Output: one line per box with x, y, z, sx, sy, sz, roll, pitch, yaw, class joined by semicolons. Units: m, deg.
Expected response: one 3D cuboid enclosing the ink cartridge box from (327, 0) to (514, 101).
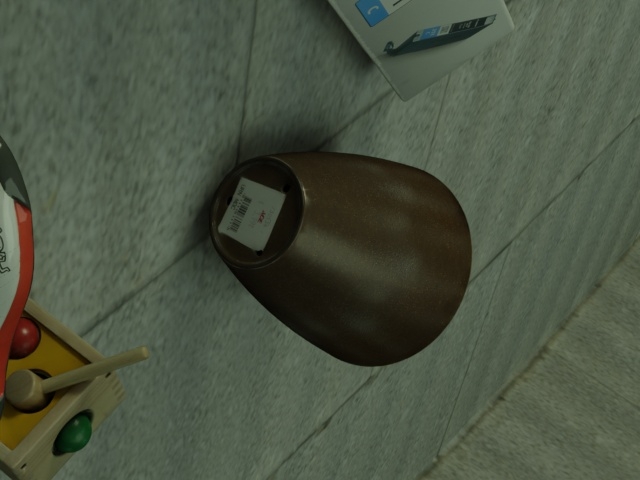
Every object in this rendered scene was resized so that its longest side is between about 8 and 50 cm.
0.137;-0.265;1.292;0.261;0.066;0.296;-35;161;7;ink cartridge box

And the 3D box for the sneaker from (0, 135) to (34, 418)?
-0.279;0.053;0.931;0.145;0.090;0.270;-24;139;-44;sneaker

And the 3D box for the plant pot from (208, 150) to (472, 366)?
0.000;0.000;1.362;0.230;0.215;0.215;22;102;-55;plant pot

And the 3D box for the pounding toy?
-0.217;0.113;1.090;0.130;0.141;0.100;-48;159;-19;pounding toy
